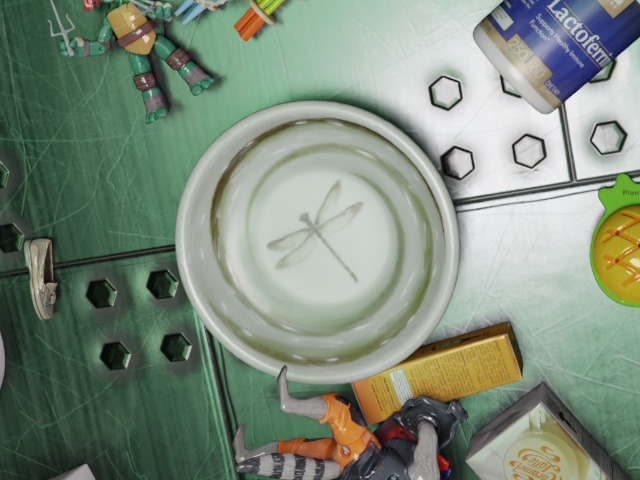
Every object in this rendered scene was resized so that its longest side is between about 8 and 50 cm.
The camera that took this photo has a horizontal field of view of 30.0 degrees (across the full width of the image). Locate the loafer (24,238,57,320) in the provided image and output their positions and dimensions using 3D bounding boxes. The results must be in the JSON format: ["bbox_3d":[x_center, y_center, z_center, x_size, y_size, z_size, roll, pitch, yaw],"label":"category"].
[{"bbox_3d":[-0.417,0.058,1.804,0.039,0.045,0.125,-9,96,6],"label":"loafer"}]

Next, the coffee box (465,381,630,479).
[{"bbox_3d":[0.339,0.344,1.674,0.141,0.098,0.246,-41,91,16],"label":"coffee box"}]

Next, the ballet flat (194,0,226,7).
[{"bbox_3d":[-0.191,-0.421,1.609,0.091,0.077,0.241,-38,74,19],"label":"ballet flat"}]

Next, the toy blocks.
[{"bbox_3d":[-0.119,-0.331,1.658,0.148,0.054,0.123,-41,90,16],"label":"toy blocks"}]

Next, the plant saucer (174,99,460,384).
[{"bbox_3d":[0.000,0.000,1.676,0.401,0.100,0.400,2,102,12],"label":"plant saucer"}]

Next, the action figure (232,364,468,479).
[{"bbox_3d":[0.036,0.340,1.649,0.330,0.178,0.341,26,125,-7],"label":"action figure"}]

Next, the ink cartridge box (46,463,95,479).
[{"bbox_3d":[-0.444,0.442,1.785,0.172,0.237,0.100,-25,93,15],"label":"ink cartridge box"}]

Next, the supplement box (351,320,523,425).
[{"bbox_3d":[0.167,0.188,1.691,0.234,0.078,0.080,-21,96,15],"label":"supplement box"}]

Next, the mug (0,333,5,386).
[{"bbox_3d":[-0.671,0.160,1.727,0.276,0.328,0.374,-16,97,14],"label":"mug"}]

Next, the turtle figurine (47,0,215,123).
[{"bbox_3d":[-0.260,-0.289,1.664,0.175,0.118,0.234,-25,111,30],"label":"turtle figurine"}]

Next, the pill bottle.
[{"bbox_3d":[0.337,-0.299,1.519,0.265,0.153,0.153,-42,90,16],"label":"pill bottle"}]

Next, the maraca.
[{"bbox_3d":[0.424,-0.001,1.594,0.127,0.099,0.185,1,75,9],"label":"maraca"}]
